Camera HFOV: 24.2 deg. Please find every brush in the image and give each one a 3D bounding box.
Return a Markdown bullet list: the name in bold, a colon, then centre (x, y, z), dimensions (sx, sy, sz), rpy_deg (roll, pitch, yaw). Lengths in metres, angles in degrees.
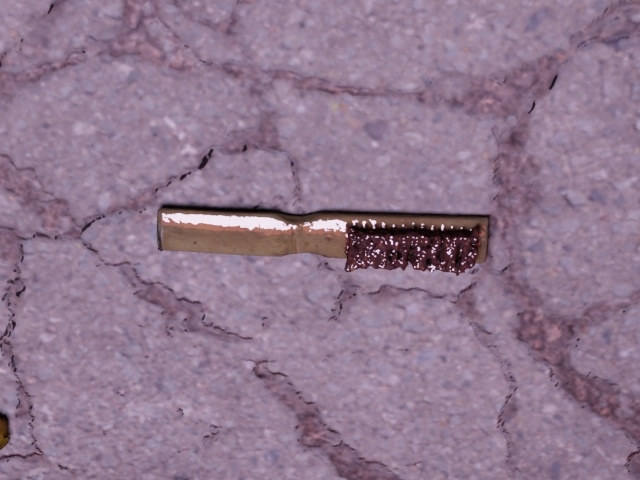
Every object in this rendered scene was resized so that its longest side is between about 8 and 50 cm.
- **brush**: centre (0.000, 0.000, 1.107), dimensions (0.248, 0.036, 0.043), rpy_deg (3, 118, 2)

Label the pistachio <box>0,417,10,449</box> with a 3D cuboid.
- **pistachio**: centre (-0.342, 0.151, 1.219), dimensions (0.173, 0.049, 0.089), rpy_deg (6, 122, 0)
